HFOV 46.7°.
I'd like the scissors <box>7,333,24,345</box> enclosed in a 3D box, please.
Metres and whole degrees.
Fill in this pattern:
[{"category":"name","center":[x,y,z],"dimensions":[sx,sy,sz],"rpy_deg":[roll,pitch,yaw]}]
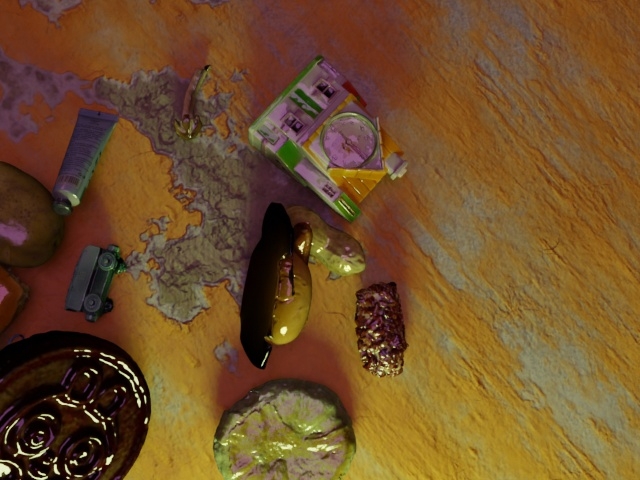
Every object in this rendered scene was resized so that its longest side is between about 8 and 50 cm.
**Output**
[{"category":"scissors","center":[-0.675,0.254,1.582],"dimensions":[0.119,0.014,0.058],"rpy_deg":[-38,85,-11]}]

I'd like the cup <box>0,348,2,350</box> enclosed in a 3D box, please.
[{"category":"cup","center":[-0.739,0.332,1.460],"dimensions":[0.273,0.208,0.288],"rpy_deg":[-34,102,-9]}]

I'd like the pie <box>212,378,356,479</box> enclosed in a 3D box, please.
[{"category":"pie","center":[-0.069,0.434,1.570],"dimensions":[0.306,0.071,0.307],"rpy_deg":[0,86,-4]}]

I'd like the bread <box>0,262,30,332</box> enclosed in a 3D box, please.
[{"category":"bread","center":[-0.738,0.098,1.546],"dimensions":[0.245,0.121,0.174],"rpy_deg":[37,81,-1]}]

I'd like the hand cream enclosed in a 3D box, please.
[{"category":"hand cream","center":[-0.515,-0.176,1.600],"dimensions":[0.091,0.058,0.271],"rpy_deg":[9,58,0]}]

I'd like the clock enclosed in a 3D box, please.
[{"category":"clock","center":[0.034,-0.211,1.612],"dimensions":[0.309,0.166,0.235],"rpy_deg":[42,82,1]}]

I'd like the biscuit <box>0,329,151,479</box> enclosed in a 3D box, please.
[{"category":"biscuit","center":[-0.509,0.371,1.421],"dimensions":[0.407,0.091,0.408],"rpy_deg":[-14,112,-38]}]

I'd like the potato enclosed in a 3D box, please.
[{"category":"potato","center":[-0.648,-0.051,1.552],"dimensions":[0.228,0.197,0.148],"rpy_deg":[31,125,-11]}]

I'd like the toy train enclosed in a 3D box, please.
[{"category":"toy train","center":[-0.486,0.087,1.591],"dimensions":[0.099,0.070,0.172],"rpy_deg":[15,81,9]}]

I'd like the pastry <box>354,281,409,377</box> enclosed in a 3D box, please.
[{"category":"pastry","center":[0.133,0.195,1.604],"dimensions":[0.115,0.097,0.209],"rpy_deg":[-3,84,6]}]

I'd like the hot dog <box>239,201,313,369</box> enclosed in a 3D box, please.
[{"category":"hot dog","center":[-0.068,0.100,1.552],"dimensions":[0.107,0.194,0.326],"rpy_deg":[3,119,-34]}]

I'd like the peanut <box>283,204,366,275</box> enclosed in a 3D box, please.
[{"category":"peanut","center":[0.000,0.000,1.613],"dimensions":[0.229,0.098,0.103],"rpy_deg":[30,38,3]}]

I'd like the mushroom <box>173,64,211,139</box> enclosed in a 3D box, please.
[{"category":"mushroom","center":[-0.285,-0.316,1.662],"dimensions":[0.060,0.061,0.187],"rpy_deg":[9,78,3]}]
